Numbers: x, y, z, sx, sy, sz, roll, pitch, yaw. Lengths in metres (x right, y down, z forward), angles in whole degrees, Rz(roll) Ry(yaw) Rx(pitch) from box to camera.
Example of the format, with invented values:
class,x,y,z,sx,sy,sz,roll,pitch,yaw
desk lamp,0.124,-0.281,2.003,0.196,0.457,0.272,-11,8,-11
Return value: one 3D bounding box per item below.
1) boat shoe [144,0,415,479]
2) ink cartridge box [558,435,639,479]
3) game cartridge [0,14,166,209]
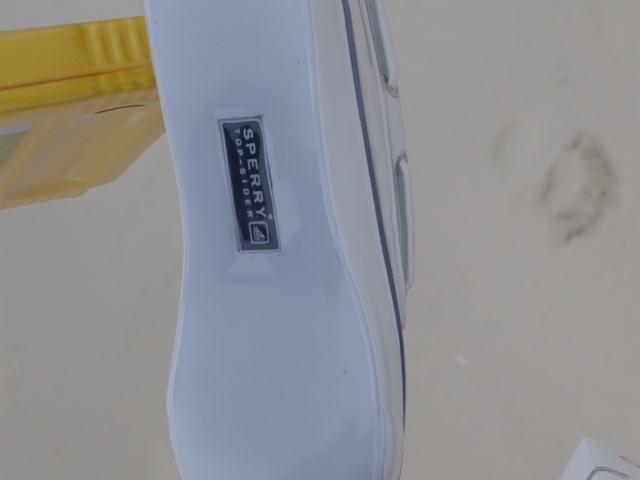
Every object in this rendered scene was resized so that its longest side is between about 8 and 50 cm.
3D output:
class,x,y,z,sx,sy,sz,roll,pitch,yaw
boat shoe,0.000,0.000,0.711,0.095,0.084,0.258,8,107,30
ink cartridge box,0.234,0.243,1.231,0.122,0.211,0.289,-60,-2,6
game cartridge,-0.242,-0.046,1.092,0.285,0.323,0.053,149,111,-68
